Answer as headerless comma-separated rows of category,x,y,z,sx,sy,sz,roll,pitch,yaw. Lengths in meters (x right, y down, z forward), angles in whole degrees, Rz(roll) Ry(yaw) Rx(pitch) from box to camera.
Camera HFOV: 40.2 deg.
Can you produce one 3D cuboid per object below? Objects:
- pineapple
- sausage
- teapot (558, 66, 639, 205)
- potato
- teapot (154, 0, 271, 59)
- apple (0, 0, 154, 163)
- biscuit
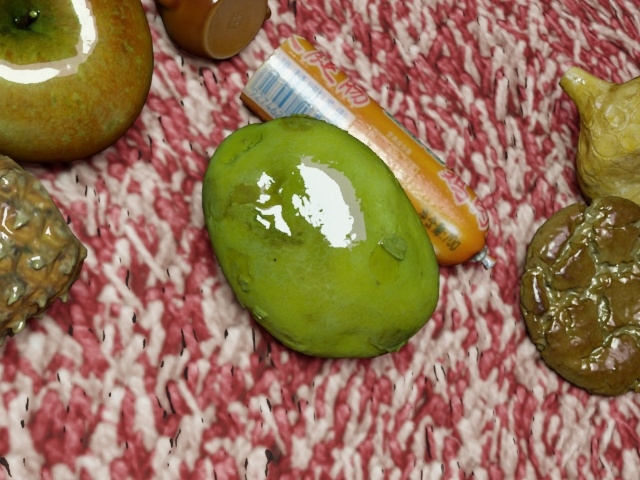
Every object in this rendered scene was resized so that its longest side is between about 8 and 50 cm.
pineapple,-0.339,0.057,0.667,0.310,0.141,0.170,-41,117,-22
sausage,0.063,-0.076,0.898,0.312,0.093,0.093,41,62,-3
teapot,0.407,-0.110,0.986,0.311,0.203,0.167,23,56,-7
potato,0.000,0.000,0.804,0.253,0.148,0.186,40,71,-7
teapot,-0.118,-0.249,0.890,0.173,0.116,0.116,-15,75,-53
apple,-0.259,-0.180,0.763,0.237,0.207,0.237,0,90,-18
biscuit,0.318,0.060,0.942,0.226,0.042,0.226,0,89,-13
